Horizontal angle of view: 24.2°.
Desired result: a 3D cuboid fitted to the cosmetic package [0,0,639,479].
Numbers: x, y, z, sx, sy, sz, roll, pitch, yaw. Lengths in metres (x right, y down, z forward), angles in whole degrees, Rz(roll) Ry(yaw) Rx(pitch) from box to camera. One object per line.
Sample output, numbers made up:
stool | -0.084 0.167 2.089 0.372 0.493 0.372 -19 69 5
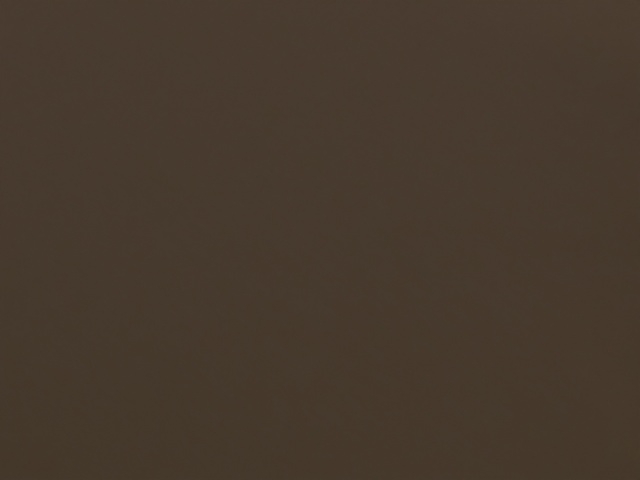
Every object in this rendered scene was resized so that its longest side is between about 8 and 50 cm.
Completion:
cosmetic package | 0.000 0.000 0.629 0.329 0.327 0.394 5 14 17
